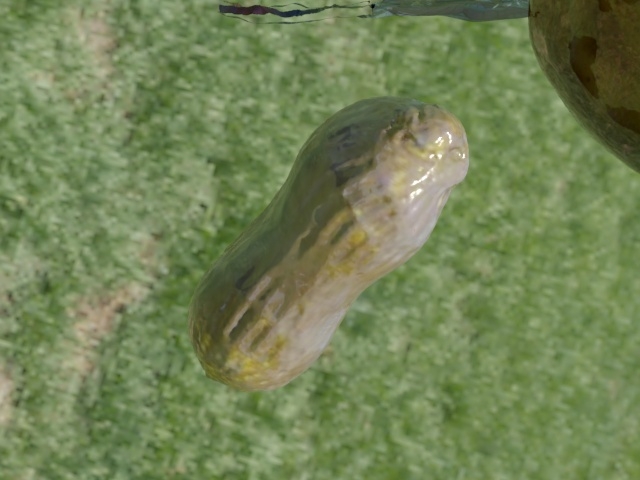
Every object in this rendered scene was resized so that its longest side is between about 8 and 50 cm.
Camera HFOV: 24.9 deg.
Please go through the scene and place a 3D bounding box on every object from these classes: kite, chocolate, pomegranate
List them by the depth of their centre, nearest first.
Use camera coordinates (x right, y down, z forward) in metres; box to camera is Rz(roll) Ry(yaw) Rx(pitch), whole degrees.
[{"bbox_3d":[0.000,0.000,1.212,0.309,0.134,0.134,-48,167,18],"label":"chocolate"},{"bbox_3d":[0.323,-0.189,1.231,0.307,0.307,0.307,15,90,-69],"label":"pomegranate"},{"bbox_3d":[0.072,-0.253,1.562,0.204,0.360,0.022,-87,175,-70],"label":"kite"}]
